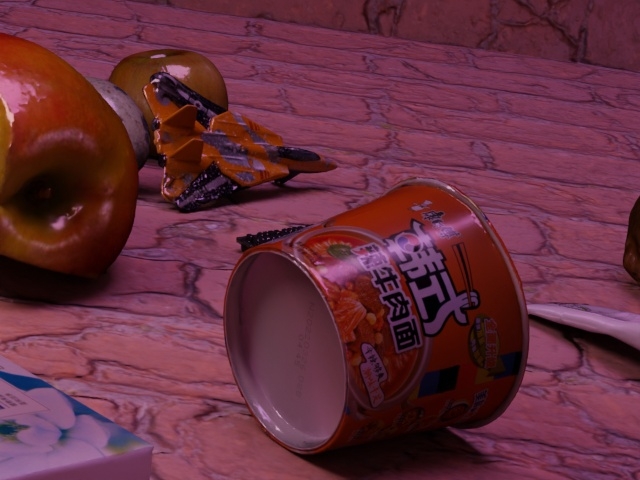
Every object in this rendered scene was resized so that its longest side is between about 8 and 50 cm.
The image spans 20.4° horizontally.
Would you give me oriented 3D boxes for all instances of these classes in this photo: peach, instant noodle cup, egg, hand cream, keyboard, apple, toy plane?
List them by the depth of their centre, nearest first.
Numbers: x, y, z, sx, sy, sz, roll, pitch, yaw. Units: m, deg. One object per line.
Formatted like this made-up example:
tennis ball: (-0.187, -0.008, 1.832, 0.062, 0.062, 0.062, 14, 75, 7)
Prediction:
instant noodle cup: (0.040, 0.078, 1.654, 0.192, 0.250, 0.250, -14, 26, -35)
hand cream: (0.361, 0.103, 2.004, 0.121, 0.076, 0.336, 4, 6, -32)
peach: (-0.362, -0.111, 2.034, 0.380, 0.242, 0.306, 17, 2, 42)
keyboard: (0.000, 0.000, 2.252, 0.094, 0.025, 0.230, 25, 23, 37)
egg: (-0.303, -0.143, 2.381, 0.182, 0.141, 0.141, 29, 25, 32)
toy plane: (-0.106, -0.117, 2.453, 0.103, 0.204, 0.316, -27, -25, 35)
apple: (-0.220, -0.197, 2.591, 0.182, 0.155, 0.182, -6, 18, 2)

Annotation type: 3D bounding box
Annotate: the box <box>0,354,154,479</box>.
box: (-0.292, 0.172, 1.359, 0.203, 0.116, 0.274, -9, 24, -44)

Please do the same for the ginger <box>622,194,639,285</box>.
ginger: (0.475, 0.005, 2.266, 0.165, 0.172, 0.321, 44, 18, -13)
